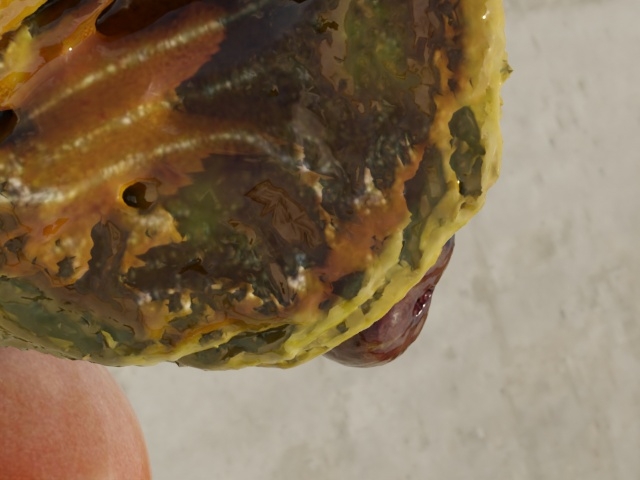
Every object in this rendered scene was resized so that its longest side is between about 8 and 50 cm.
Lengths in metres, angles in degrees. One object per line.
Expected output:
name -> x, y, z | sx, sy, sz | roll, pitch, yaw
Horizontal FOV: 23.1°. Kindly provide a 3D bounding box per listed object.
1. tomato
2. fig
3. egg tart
tomato -> -0.309, 0.207, 1.395 | 0.321, 0.321, 0.321 | 37, 41, -41
fig -> 0.001, 0.001, 1.383 | 0.145, 0.274, 0.170 | -2, 112, -42
egg tart -> -0.069, -0.087, 0.840 | 0.339, 0.351, 0.153 | 26, 12, -15
